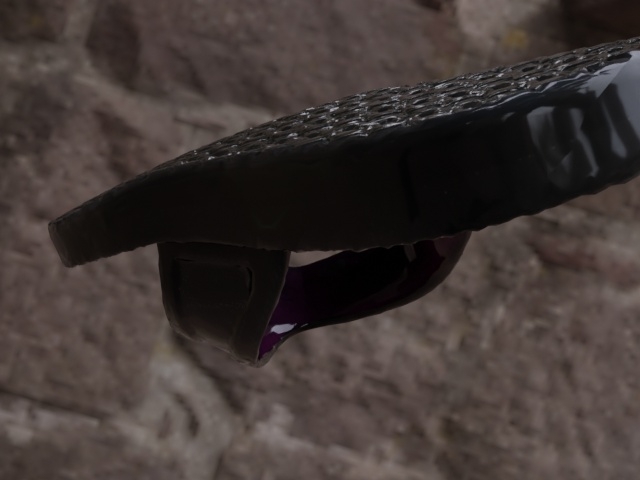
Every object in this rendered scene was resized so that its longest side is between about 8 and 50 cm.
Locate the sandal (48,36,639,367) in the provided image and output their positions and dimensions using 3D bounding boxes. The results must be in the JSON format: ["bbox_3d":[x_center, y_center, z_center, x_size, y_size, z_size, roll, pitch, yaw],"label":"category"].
[{"bbox_3d":[-0.002,0.001,0.768,0.168,0.107,0.446,-21,7,-22],"label":"sandal"}]
